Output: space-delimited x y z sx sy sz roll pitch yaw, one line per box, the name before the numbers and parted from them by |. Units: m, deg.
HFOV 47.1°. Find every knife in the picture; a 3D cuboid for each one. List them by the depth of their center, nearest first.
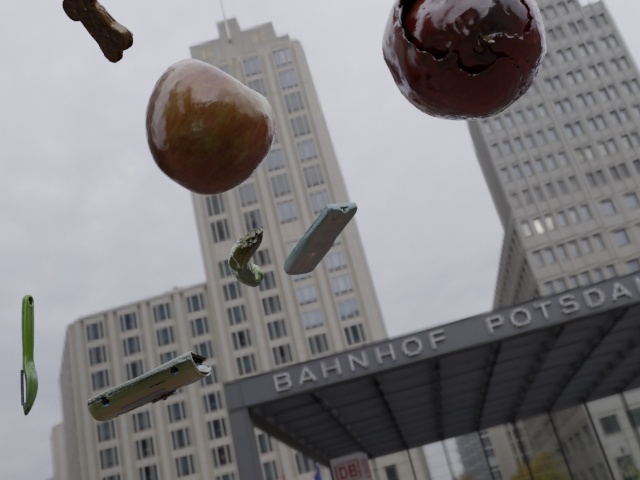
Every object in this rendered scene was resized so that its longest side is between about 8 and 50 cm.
knife | -0.438 0.169 1.102 0.026 0.184 0.022 -14 -20 15

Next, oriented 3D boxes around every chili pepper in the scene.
chili pepper | -0.116 0.032 1.136 0.050 0.051 0.201 13 -21 1

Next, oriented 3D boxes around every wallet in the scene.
wallet | -0.234 0.207 1.029 0.155 0.039 0.110 -25 -13 0

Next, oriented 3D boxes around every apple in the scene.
apple | -0.240 -0.232 1.544 0.278 0.250 0.309 29 7 -6

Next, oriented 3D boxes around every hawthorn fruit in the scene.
hawthorn fruit | 0.128 -0.172 0.645 0.148 0.148 0.172 -19 18 9

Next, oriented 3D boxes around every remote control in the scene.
remote control | 0.000 0.000 1.148 0.061 0.029 0.162 -9 -30 -39

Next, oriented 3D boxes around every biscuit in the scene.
biscuit | -0.400 -0.403 1.250 0.031 0.205 0.138 -49 16 -25
